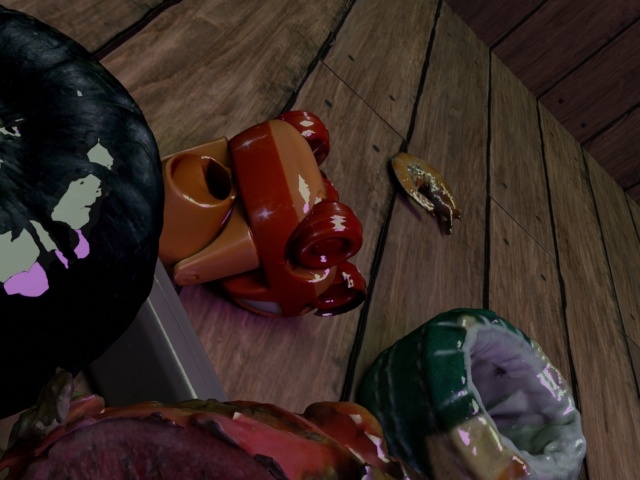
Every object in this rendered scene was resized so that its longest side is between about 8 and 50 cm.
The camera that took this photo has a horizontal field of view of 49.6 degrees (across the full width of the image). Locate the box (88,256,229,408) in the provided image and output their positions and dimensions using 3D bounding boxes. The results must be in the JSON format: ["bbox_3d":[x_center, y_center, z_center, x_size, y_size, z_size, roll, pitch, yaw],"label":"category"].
[{"bbox_3d":[-0.167,0.085,0.621,0.055,0.103,0.244,-2,59,-58],"label":"box"}]

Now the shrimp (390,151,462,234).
[{"bbox_3d":[0.194,-0.090,1.305,0.132,0.052,0.187,-23,68,-44],"label":"shrimp"}]

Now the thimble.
[{"bbox_3d":[0.197,0.222,0.872,0.288,0.167,0.254,9,52,-45],"label":"thimble"}]

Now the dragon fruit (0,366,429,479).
[{"bbox_3d":[-0.048,0.247,0.468,0.263,0.296,0.314,13,83,-67],"label":"dragon fruit"}]

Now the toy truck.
[{"bbox_3d":[-0.084,-0.013,0.782,0.265,0.239,0.189,77,-4,-59],"label":"toy truck"}]

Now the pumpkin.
[{"bbox_3d":[-0.269,-0.025,0.492,0.315,0.238,0.315,9,66,-21],"label":"pumpkin"}]
